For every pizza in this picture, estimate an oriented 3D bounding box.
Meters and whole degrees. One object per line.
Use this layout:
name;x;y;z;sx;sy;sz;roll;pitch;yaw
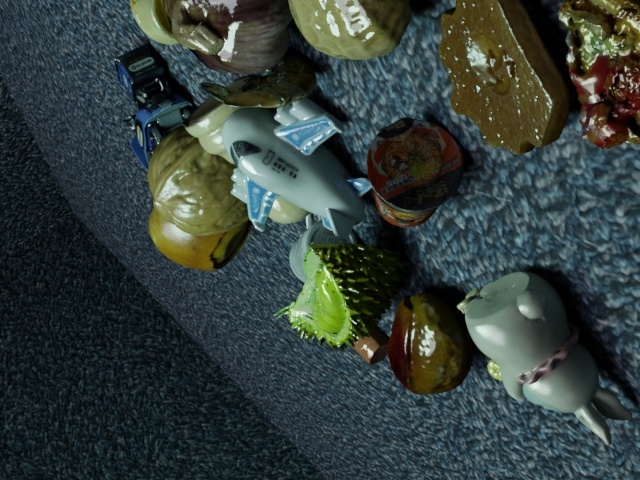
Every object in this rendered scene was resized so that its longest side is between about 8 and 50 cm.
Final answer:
pizza;0.278;-0.130;0.865;0.201;0.053;0.193;43;159;26

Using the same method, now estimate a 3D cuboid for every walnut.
walnut;-0.214;-0.116;1.790;0.228;0.228;0.228;45;160;21

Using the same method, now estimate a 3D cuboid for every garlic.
garlic;-0.141;-0.329;1.310;0.245;0.160;0.245;44;153;29

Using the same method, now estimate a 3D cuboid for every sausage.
sausage;0.066;0.172;1.909;0.169;0.065;0.065;43;159;29

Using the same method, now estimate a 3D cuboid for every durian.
durian;0.038;0.082;1.612;0.169;0.158;0.352;37;157;7

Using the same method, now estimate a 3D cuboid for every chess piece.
chess piece;-0.105;-0.142;1.650;0.261;0.143;0.142;52;163;-21

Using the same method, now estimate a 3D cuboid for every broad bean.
broad bean;0.177;0.164;1.539;0.228;0.122;0.156;102;154;-58

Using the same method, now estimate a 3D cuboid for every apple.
apple;-0.241;-0.047;2.004;0.207;0.237;0.237;31;163;-8

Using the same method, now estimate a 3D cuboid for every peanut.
peanut;0.013;-0.313;1.075;0.196;0.110;0.233;21;146;57

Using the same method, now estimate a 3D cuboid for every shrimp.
shrimp;-0.102;-0.245;1.412;0.217;0.150;0.051;41;150;47

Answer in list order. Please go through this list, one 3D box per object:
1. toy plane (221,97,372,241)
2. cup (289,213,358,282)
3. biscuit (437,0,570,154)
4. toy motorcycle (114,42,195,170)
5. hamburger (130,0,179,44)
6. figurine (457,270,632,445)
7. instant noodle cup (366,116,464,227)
toy plane;-0.042;-0.109;1.503;0.266;0.123;0.267;12;129;16
cup;-0.007;0.008;1.716;0.136;0.099;0.133;51;162;1
biscuit;0.186;-0.175;1.011;0.182;0.034;0.215;63;166;2
toy motorcycle;-0.346;-0.242;2.050;0.213;0.125;0.358;55;161;19
hamburger;-0.243;-0.384;1.527;0.081;0.126;0.141;16;146;46
figurine;0.292;0.163;1.258;0.155;0.127;0.235;-20;110;51
instant noodle cup;0.118;-0.077;1.257;0.127;0.127;0.136;48;169;12
